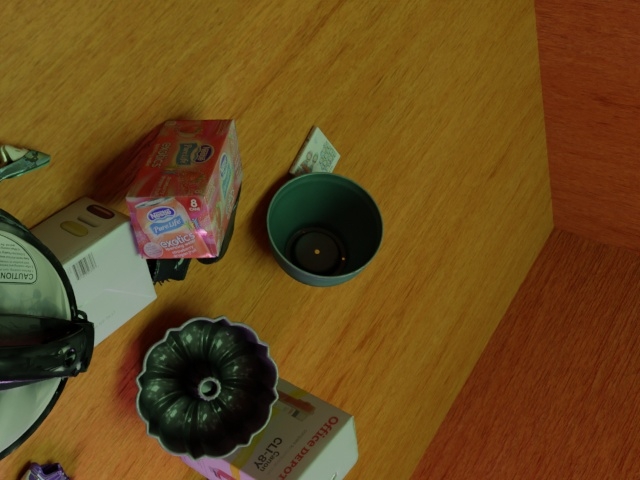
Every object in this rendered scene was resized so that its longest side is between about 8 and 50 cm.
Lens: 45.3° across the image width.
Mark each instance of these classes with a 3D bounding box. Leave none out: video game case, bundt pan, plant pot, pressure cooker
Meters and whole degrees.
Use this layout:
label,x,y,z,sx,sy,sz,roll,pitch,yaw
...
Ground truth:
label,x,y,z,sx,sy,sz,roll,pitch,yaw
video game case,-0.013,-0.204,2.039,0.143,0.019,0.157,-62,147,-11
bundt pan,-0.268,0.327,1.767,0.330,0.124,0.331,-1,93,-20
plant pot,0.000,0.000,1.971,0.293,0.293,0.196,-51,170,-26
pressure cooker,-0.538,0.122,1.033,0.370,0.420,0.376,-48,133,-34

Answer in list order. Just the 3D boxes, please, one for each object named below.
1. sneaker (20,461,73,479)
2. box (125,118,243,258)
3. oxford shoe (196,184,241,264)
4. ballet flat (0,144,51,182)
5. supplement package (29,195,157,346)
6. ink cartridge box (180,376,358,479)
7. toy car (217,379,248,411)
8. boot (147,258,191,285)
label,x,y,z,sx,sy,sz,roll,pitch,yaw
sneaker,-0.550,0.504,1.608,0.170,0.068,0.071,45,64,-55
box,-0.253,-0.107,1.491,0.300,0.153,0.142,-81,168,-54
oxford shoe,-0.231,-0.058,1.763,0.096,0.082,0.227,7,101,-80
ballet flat,-0.535,-0.124,1.272,0.188,0.070,0.070,-39,137,-43
supplement package,-0.464,0.081,1.413,0.262,0.145,0.204,-42,140,-37
ink cartridge box,-0.136,0.497,1.918,0.279,0.384,0.161,-42,139,-36
toy car,-0.240,0.297,1.893,0.155,0.149,0.189,-37,126,-26
boot,-0.332,0.040,1.685,0.099,0.045,0.121,3,107,-54
